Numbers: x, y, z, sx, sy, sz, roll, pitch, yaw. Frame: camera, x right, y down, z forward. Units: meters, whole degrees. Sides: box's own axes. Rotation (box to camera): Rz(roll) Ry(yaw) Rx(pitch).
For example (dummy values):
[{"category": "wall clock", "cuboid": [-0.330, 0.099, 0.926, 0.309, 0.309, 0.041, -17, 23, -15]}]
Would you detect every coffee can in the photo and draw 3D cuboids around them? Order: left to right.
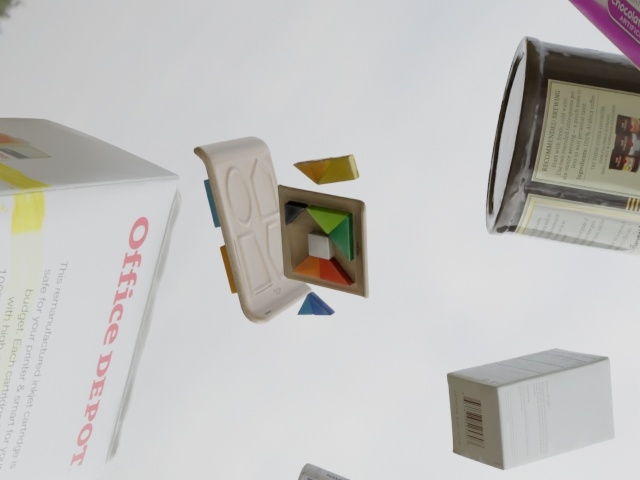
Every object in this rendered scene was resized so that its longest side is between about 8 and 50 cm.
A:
[{"category": "coffee can", "cuboid": [0.319, -0.082, 1.120, 0.201, 0.275, 0.201, 10, 90, -88]}]

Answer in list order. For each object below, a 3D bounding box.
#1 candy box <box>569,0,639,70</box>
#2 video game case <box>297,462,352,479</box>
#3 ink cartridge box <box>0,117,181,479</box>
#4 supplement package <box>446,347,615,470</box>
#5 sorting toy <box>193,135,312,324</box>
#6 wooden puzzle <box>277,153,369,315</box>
[{"category": "candy box", "cuboid": [0.213, -0.126, 0.438, 0.071, 0.233, 0.159, 95, -25, -42]}, {"category": "video game case", "cuboid": [0.039, 0.276, 0.819, 0.022, 0.173, 0.190, -52, 162, -72]}, {"category": "ink cartridge box", "cuboid": [-0.294, 0.068, 0.764, 0.385, 0.160, 0.279, -12, 123, -61]}, {"category": "supplement package", "cuboid": [0.258, 0.203, 1.373, 0.105, 0.179, 0.105, 4, -80, 61]}, {"category": "sorting toy", "cuboid": [-0.081, -0.016, 1.304, 0.038, 0.208, 0.193, -17, -176, 19]}, {"category": "wooden puzzle", "cuboid": [0.000, 0.000, 0.722, 0.078, 0.116, 0.014, 7, -155, 38]}]
